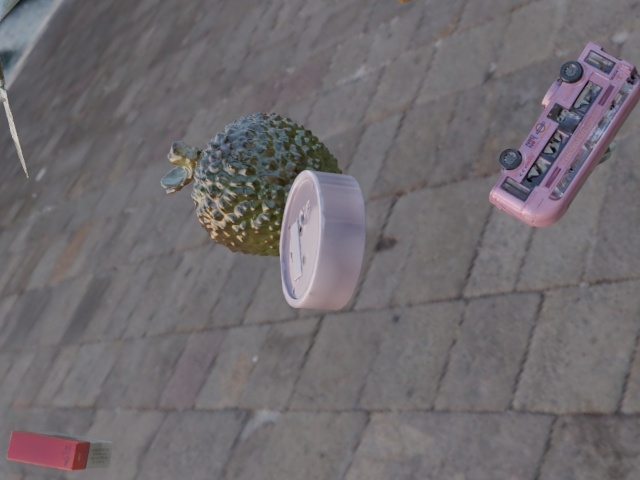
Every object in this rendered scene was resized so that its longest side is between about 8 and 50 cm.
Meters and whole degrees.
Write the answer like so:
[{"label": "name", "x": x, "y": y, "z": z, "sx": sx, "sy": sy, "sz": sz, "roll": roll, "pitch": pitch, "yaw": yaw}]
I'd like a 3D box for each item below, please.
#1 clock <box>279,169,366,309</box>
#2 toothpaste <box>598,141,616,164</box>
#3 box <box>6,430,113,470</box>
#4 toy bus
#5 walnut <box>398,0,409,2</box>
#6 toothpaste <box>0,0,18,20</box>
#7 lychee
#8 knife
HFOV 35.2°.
[{"label": "clock", "x": 0.000, "y": 0.000, "z": 1.444, "sx": 0.197, "sy": 0.068, "sz": 0.197, "roll": -175, "pitch": 90, "yaw": -72}, {"label": "toothpaste", "x": 0.363, "y": -0.107, "z": 1.461, "sx": 0.031, "sy": 0.204, "sz": 0.049, "roll": 40, "pitch": 139, "yaw": 32}, {"label": "box", "x": -0.374, "y": 0.304, "z": 1.464, "sx": 0.152, "sy": 0.100, "sz": 0.048, "roll": 62, "pitch": -145, "yaw": -75}, {"label": "toy bus", "x": 0.263, "y": -0.111, "z": 1.083, "sx": 0.203, "sy": 0.090, "sz": 0.063, "roll": -57, "pitch": -16, "yaw": -1}, {"label": "walnut", "x": 0.157, "y": -0.545, "z": 1.917, "sx": 0.144, "sy": 0.144, "sz": 0.180, "roll": -139, "pitch": 50, "yaw": -63}, {"label": "toothpaste", "x": -0.385, "y": -0.441, "z": 1.454, "sx": 0.314, "sy": 0.056, "sz": 0.058, "roll": -49, "pitch": 3, "yaw": 7}, {"label": "lychee", "x": -0.104, "y": -0.095, "z": 1.764, "sx": 0.270, "sy": 0.270, "sz": 0.320, "roll": -49, "pitch": 57, "yaw": 10}, {"label": "knife", "x": -0.507, "y": -0.237, "z": 1.621, "sx": 0.017, "sy": 0.298, "sz": 0.047, "roll": -21, "pitch": 31, "yaw": -29}]
